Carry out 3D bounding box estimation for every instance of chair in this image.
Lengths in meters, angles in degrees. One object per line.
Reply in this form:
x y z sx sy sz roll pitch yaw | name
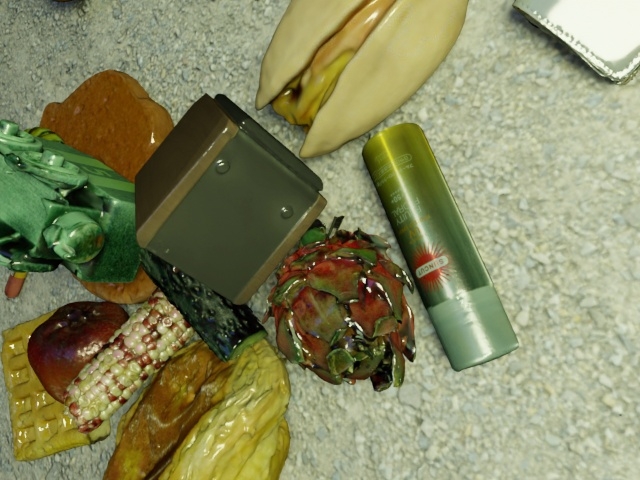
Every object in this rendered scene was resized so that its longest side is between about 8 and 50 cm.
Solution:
-0.001 -0.001 0.747 0.042 0.037 0.086 25 102 19 | chair

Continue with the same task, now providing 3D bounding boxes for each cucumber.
-0.153 0.062 0.716 0.211 0.078 0.062 37 133 34 | cucumber

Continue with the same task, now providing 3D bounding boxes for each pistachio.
0.045 -0.245 0.677 0.299 0.187 0.187 -43 66 26 | pistachio

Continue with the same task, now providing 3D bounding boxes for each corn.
-0.249 0.141 0.780 0.092 0.092 0.280 28 62 30 | corn

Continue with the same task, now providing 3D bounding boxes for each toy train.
-0.378 -0.059 0.782 0.299 0.238 0.167 31 101 27 | toy train

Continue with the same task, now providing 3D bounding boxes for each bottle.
0.134 0.004 0.639 0.082 0.082 0.286 -29 72 25 | bottle

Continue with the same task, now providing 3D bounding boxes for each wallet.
0.331 -0.291 0.562 0.170 0.069 0.231 41 110 9 | wallet

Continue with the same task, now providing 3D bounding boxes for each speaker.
-0.125 -0.063 0.695 0.192 0.153 0.231 -50 28 6 | speaker

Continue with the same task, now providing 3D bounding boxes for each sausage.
-0.579 0.022 1.090 0.029 0.029 0.223 32 102 29 | sausage

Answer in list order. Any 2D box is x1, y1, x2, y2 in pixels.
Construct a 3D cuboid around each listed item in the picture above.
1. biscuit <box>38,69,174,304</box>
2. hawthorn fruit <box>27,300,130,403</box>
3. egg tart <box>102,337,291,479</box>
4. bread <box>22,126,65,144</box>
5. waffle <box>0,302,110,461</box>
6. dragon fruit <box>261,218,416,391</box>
-0.363 -0.090 0.949 0.455 0.078 0.350 46 105 25 | biscuit
-0.358 0.189 0.869 0.169 0.169 0.188 14 128 31 | hawthorn fruit
-0.168 0.281 0.728 0.351 0.153 0.339 -59 26 -15 | egg tart
-0.495 -0.128 0.957 0.130 0.071 0.139 19 96 27 | bread
-0.484 0.258 0.995 0.221 0.055 0.248 -21 75 27 | waffle
0.022 0.078 0.645 0.182 0.188 0.182 7 124 10 | dragon fruit
